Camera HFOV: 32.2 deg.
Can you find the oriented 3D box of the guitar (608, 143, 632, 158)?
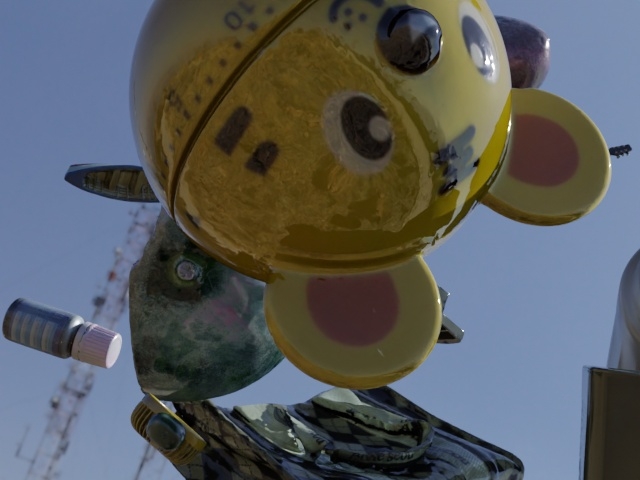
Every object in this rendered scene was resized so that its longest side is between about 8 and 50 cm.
[{"bbox_3d":[0.390,-0.111,1.785,0.233,0.088,0.025,-19,-40,-2],"label":"guitar"}]

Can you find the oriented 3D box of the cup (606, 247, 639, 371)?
[{"bbox_3d":[0.542,0.161,1.461,0.322,0.237,0.327,17,-33,18],"label":"cup"}]

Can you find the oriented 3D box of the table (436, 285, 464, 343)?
[{"bbox_3d":[0.168,0.124,2.069,0.175,0.062,0.146,40,-31,-30],"label":"table"}]

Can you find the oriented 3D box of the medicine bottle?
[{"bbox_3d":[-0.455,0.166,1.965,0.203,0.083,0.083,15,-25,11],"label":"medicine bottle"}]

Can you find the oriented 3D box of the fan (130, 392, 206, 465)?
[{"bbox_3d":[-0.157,0.192,1.117,0.082,0.039,0.155,41,-11,2],"label":"fan"}]

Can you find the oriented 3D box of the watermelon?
[{"bbox_3d":[-0.104,0.029,1.260,0.188,0.322,0.175,3,-3,8],"label":"watermelon"}]

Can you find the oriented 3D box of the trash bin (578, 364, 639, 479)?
[{"bbox_3d":[0.328,0.245,1.055,0.164,0.241,0.122,3,-4,10],"label":"trash bin"}]

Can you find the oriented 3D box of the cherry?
[{"bbox_3d":[0.249,-0.257,1.625,0.176,0.176,0.140,6,-51,24],"label":"cherry"}]

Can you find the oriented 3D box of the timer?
[{"bbox_3d":[0.031,-0.098,0.971,0.387,0.376,0.376,46,-19,17],"label":"timer"}]

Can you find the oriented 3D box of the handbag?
[{"bbox_3d":[0.021,0.279,1.396,0.316,0.180,0.416,31,16,36],"label":"handbag"}]

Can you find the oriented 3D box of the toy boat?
[{"bbox_3d":[-0.377,-0.115,2.102,0.228,0.046,0.080,5,-56,-28],"label":"toy boat"}]
